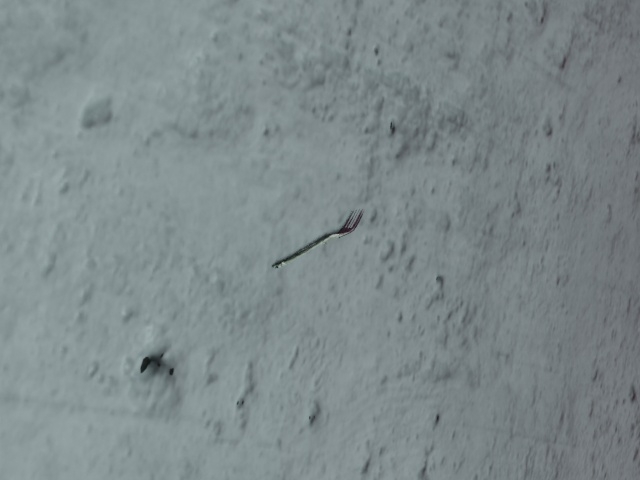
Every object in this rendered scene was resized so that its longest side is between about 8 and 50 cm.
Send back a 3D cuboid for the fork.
[{"bbox_3d":[0.000,0.001,1.065,0.115,0.016,0.012,-34,99,-48],"label":"fork"}]
